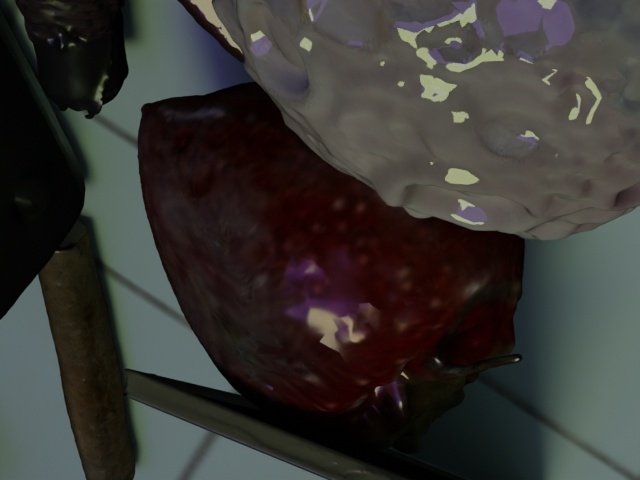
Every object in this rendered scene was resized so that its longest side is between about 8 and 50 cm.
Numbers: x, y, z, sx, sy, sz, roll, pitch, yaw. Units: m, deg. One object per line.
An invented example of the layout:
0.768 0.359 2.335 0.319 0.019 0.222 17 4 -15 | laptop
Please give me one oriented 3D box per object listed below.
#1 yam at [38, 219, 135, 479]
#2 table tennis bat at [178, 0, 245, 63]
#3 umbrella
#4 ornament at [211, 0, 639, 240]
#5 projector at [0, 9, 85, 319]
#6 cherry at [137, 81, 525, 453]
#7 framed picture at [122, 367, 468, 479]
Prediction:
-0.169 0.093 1.229 0.046 0.046 0.264 14 134 22 | yam
-0.009 -0.157 0.848 0.310 0.038 0.200 -4 119 11 | table tennis bat
-0.140 -0.207 0.910 0.094 0.090 0.326 13 134 18 | umbrella
0.084 -0.126 0.689 0.259 0.259 0.225 19 167 18 | ornament
-0.378 -0.056 0.962 0.242 0.405 0.395 -1 127 34 | projector
0.000 0.000 0.939 0.249 0.175 0.192 36 154 3 | cherry
0.019 0.133 1.029 0.211 0.020 0.289 20 177 17 | framed picture
